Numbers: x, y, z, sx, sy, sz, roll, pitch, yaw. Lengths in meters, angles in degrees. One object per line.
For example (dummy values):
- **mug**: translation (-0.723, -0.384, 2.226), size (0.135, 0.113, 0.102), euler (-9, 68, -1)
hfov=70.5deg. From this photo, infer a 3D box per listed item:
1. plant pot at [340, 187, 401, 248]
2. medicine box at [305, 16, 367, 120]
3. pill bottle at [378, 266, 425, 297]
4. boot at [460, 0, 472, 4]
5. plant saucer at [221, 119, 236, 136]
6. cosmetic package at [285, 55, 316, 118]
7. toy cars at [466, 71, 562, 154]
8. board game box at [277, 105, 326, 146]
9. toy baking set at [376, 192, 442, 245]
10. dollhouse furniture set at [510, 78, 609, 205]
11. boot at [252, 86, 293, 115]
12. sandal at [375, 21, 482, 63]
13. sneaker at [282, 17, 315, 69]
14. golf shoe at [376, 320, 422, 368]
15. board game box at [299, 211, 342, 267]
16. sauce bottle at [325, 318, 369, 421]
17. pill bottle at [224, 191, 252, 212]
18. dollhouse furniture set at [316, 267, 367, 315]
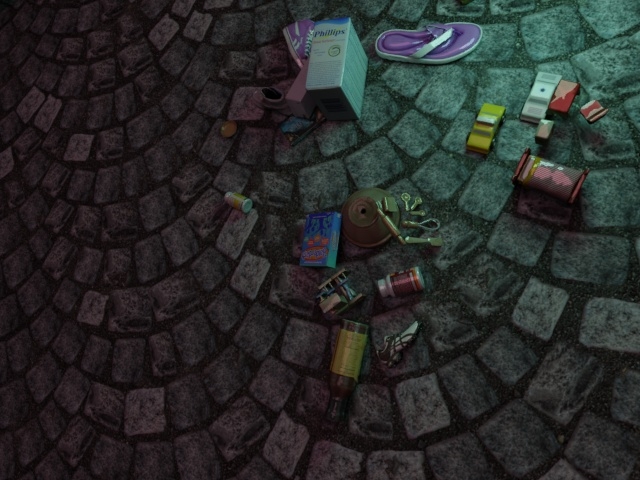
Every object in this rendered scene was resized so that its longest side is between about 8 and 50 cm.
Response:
- **plant pot**: translation (0.175, -0.094, 1.697), size (0.237, 0.110, 0.237), euler (-4, 77, 20)
- **medicine box**: translation (0.070, -0.664, 1.784), size (0.149, 0.263, 0.289), euler (3, 79, 21)
- **pill bottle**: translation (0.286, 0.152, 1.609), size (0.152, 0.086, 0.086), euler (-18, 72, 16)
- **boot**: translation (0.607, -1.077, 1.770), size (0.262, 0.095, 0.203), euler (-38, 66, 14)
- **plant saucer**: translation (-0.416, -0.509, 2.072), size (0.083, 0.015, 0.083), euler (-5, 76, 21)
- **cosmetic package**: translation (-0.048, -0.637, 1.883), size (0.085, 0.117, 0.231), euler (20, 72, 25)
- **toy cars**: translation (0.682, -0.462, 1.598), size (0.394, 0.087, 0.176), euler (-29, 69, 13)
- **board game box**: translation (-0.079, -0.504, 1.935), size (0.186, 0.026, 0.126), euler (-37, 67, 9)
- **toy baking set**: translation (0.324, -0.069, 1.622), size (0.197, 0.030, 0.256), euler (-26, 74, -21)
- **dollhouse furniture set**: translation (0.786, -0.318, 1.454), size (0.201, 0.152, 0.374), euler (25, 99, 24)
- **boot**: translation (-0.222, -0.625, 1.954), size (0.258, 0.123, 0.095), euler (26, 84, 32)
- **sandal**: translation (0.411, -0.780, 1.768), size (0.416, 0.102, 0.169), euler (2, 79, 21)
- **sneaker**: translation (-0.057, -0.855, 1.970), size (0.161, 0.102, 0.282), euler (-23, 71, 12)
- **golf shoe**: translation (0.272, 0.347, 1.575), size (0.094, 0.077, 0.198), euler (38, 92, 24)
- **board game box**: translation (0.000, 0.000, 1.744), size (0.160, 0.047, 0.210), euler (-3, 75, 46)
- **sauce bottle**: translation (0.086, 0.456, 1.604), size (0.111, 0.111, 0.344), euler (12, 83, 23)
- **pill bottle**: translation (-0.355, -0.168, 1.942), size (0.116, 0.065, 0.065), euler (27, 88, 24)
- **dollhouse furniture set**: translation (0.063, 0.180, 1.635), size (0.129, 0.184, 0.129), euler (-38, 67, 9)
